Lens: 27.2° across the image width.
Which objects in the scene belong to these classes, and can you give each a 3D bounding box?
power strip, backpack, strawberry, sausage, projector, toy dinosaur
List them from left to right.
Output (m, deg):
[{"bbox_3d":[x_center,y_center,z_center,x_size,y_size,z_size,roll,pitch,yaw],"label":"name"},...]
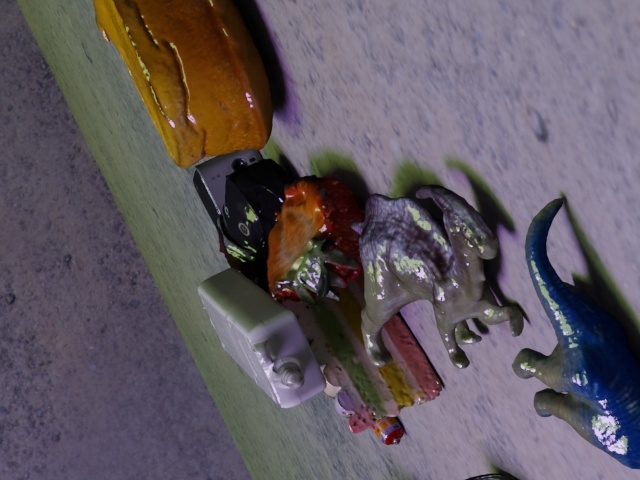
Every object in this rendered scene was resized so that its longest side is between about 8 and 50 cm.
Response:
[{"bbox_3d":[-0.111,-0.070,1.696,0.083,0.082,0.083,62,166,6],"label":"projector"},{"bbox_3d":[-0.068,0.104,1.458,0.098,0.058,0.338,67,169,-15],"label":"power strip"},{"bbox_3d":[-0.072,-0.017,1.600,0.120,0.105,0.165,49,159,38],"label":"backpack"},{"bbox_3d":[0.000,0.002,1.377,0.192,0.085,0.140,156,130,-67],"label":"strawberry"},{"bbox_3d":[0.065,0.212,1.666,0.129,0.034,0.034,51,161,41],"label":"sausage"},{"bbox_3d":[0.094,0.029,1.167,0.294,0.077,0.162,-10,102,61],"label":"toy dinosaur"},{"bbox_3d":[0.217,0.098,0.906,0.188,0.075,0.248,16,127,58],"label":"toy dinosaur"}]

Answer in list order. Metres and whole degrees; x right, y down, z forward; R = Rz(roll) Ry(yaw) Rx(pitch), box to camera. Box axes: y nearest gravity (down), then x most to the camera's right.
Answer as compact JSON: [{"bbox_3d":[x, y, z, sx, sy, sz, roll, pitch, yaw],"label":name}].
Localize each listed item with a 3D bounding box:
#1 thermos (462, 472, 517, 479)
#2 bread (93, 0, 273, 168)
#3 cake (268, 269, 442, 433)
[{"bbox_3d":[0.204,0.405,1.355,0.330,0.109,0.136,67,165,-13],"label":"thermos"},{"bbox_3d":[-0.148,-0.212,1.452,0.270,0.142,0.195,65,168,3],"label":"bread"},{"bbox_3d":[0.029,0.095,1.431,0.225,0.109,0.090,53,163,38],"label":"cake"}]
